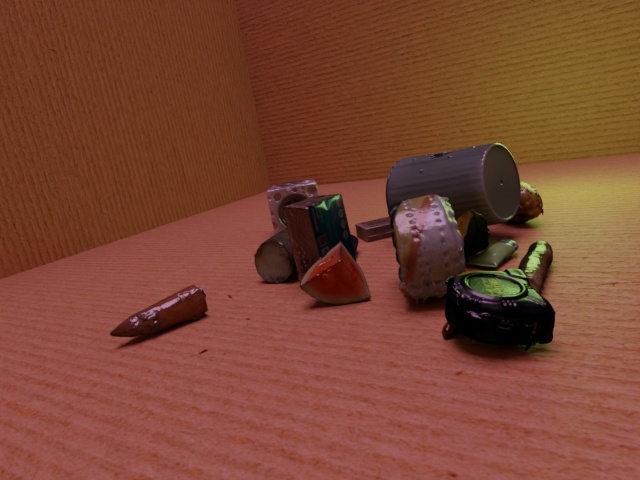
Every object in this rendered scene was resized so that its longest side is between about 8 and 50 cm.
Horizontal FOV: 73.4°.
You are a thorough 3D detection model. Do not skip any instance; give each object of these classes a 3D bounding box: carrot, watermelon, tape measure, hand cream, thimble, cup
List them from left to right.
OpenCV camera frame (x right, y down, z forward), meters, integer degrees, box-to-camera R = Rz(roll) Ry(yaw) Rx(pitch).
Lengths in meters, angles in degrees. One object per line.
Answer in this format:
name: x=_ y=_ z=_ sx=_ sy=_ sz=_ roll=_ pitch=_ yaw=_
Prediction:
carrot: x=-0.447 y=0.207 z=1.194 sx=0.262 sy=0.102 sz=0.101 roll=-22 pitch=18 yaw=-36
watermelon: x=0.032 y=0.105 z=1.193 sx=0.145 sy=0.193 sz=0.137 roll=-35 pitch=-32 yaw=11
thimble: x=0.273 y=0.022 z=1.119 sx=0.167 sy=0.254 sz=0.288 roll=-10 pitch=40 yaw=10
cup: x=0.487 y=-0.202 z=1.557 sx=0.392 sy=0.310 sz=0.401 roll=-6 pitch=37 yaw=49
watermelon: x=0.439 y=-0.010 z=1.336 sx=0.122 sy=0.129 sz=0.301 roll=-19 pitch=-11 yaw=-5
carrot: x=0.330 y=0.162 z=0.945 sx=0.191 sy=0.047 sz=0.047 roll=-21 pitch=18 yaw=-32
tape measure: x=0.342 y=0.130 z=0.862 sx=0.185 sy=0.112 sz=0.199 roll=3 pitch=19 yaw=2
hand cream: x=0.526 y=0.042 z=1.290 sx=0.174 sy=0.046 sz=0.095 roll=-28 pitch=22 yaw=-34

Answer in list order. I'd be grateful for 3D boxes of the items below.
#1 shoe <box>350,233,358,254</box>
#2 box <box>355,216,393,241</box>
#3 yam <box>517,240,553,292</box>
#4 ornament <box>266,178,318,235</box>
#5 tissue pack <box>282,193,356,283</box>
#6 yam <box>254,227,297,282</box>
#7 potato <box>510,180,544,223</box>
shoe: x=0.095 y=0.039 z=1.571 sx=0.071 sy=0.049 sz=0.179 roll=28 pitch=32 yaw=2
box: x=0.263 y=-0.053 z=1.814 sx=0.200 sy=0.058 sz=0.141 roll=-12 pitch=14 yaw=-13
yam: x=0.556 y=0.067 z=1.116 sx=0.071 sy=0.067 sz=0.317 roll=29 pitch=30 yaw=22
ornament: x=-0.121 y=-0.158 z=2.115 sx=0.238 sy=0.240 sz=0.240 roll=-10 pitch=13 yaw=-1
tissue pack: x=0.000 y=0.000 z=1.348 sx=0.133 sy=0.271 sz=0.192 roll=-4 pitch=13 yaw=35
yam: x=-0.106 y=0.036 z=1.519 sx=0.161 sy=0.162 sz=0.268 roll=-2 pitch=18 yaw=27
potato: x=0.745 y=-0.159 z=1.667 sx=0.140 sy=0.173 sz=0.300 roll=-16 pitch=20 yaw=-1
